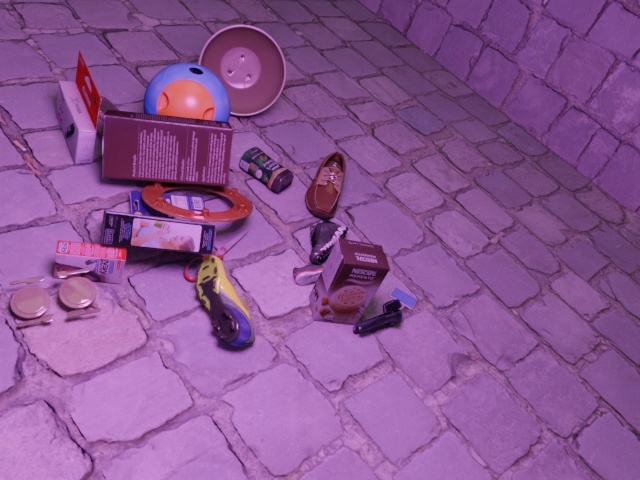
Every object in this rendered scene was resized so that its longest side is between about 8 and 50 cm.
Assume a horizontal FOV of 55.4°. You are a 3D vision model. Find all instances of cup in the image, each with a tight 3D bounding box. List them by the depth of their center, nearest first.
[{"bbox_3d":[-0.311,-0.671,2.397,0.330,0.332,0.237,14,15,-14],"label":"cup"}]

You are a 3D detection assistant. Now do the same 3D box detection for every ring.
[{"bbox_3d":[-0.370,-0.133,1.854,0.336,0.032,0.337,11,21,-4],"label":"ring"}]

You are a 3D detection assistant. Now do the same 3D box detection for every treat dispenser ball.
[{"bbox_3d":[-0.448,-0.449,2.054,0.287,0.288,0.288,15,40,-13],"label":"treat dispenser ball"}]

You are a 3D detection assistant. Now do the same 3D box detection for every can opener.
[{"bbox_3d":[0.170,0.236,1.807,0.186,0.059,0.073,-22,84,-31],"label":"can opener"}]

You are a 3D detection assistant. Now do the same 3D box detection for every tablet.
[{"bbox_3d":[0.265,0.185,1.949,0.083,0.006,0.054,31,39,8],"label":"tablet"}]

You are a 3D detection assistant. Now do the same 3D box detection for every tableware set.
[{"bbox_3d":[-0.648,0.144,1.485,0.194,0.039,0.128,-10,62,-28],"label":"tableware set"}]

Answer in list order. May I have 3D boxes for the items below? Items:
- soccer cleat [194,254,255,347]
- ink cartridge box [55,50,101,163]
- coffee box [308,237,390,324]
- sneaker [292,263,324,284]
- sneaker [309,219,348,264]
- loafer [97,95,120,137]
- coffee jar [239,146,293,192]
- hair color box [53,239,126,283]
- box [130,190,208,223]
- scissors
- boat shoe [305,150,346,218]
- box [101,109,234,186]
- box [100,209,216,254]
[{"bbox_3d":[-0.256,0.166,1.642,0.121,0.093,0.289,33,23,-51],"label":"soccer cleat"},{"bbox_3d":[-0.754,-0.415,1.889,0.060,0.239,0.275,-7,49,-34],"label":"ink cartridge box"},{"bbox_3d":[0.076,0.121,1.727,0.141,0.247,0.098,8,42,-19],"label":"coffee box"},{"bbox_3d":[-0.013,0.092,1.865,0.157,0.061,0.065,-2,40,-31],"label":"sneaker"},{"bbox_3d":[0.000,0.000,1.964,0.106,0.078,0.234,30,35,10],"label":"sneaker"},{"bbox_3d":[-0.662,-0.354,1.995,0.269,0.092,0.102,49,44,3],"label":"loafer"},{"bbox_3d":[-0.187,-0.245,2.130,0.184,0.079,0.096,36,40,13],"label":"coffee jar"},{"bbox_3d":[-0.592,0.057,1.566,0.167,0.093,0.053,8,42,-20],"label":"hair color box"},{"bbox_3d":[-0.460,-0.088,1.842,0.225,0.037,0.137,5,43,-25],"label":"box"},{"bbox_3d":[-0.306,0.032,1.802,0.108,0.021,0.297,23,40,-1],"label":"scissors"},{"bbox_3d":[0.025,-0.211,2.173,0.122,0.120,0.324,19,39,-8],"label":"boat shoe"},{"bbox_3d":[-0.470,-0.282,1.879,0.380,0.191,0.143,3,19,-17],"label":"box"},{"bbox_3d":[-0.446,-0.021,1.670,0.289,0.087,0.169,7,1,-21],"label":"box"}]
